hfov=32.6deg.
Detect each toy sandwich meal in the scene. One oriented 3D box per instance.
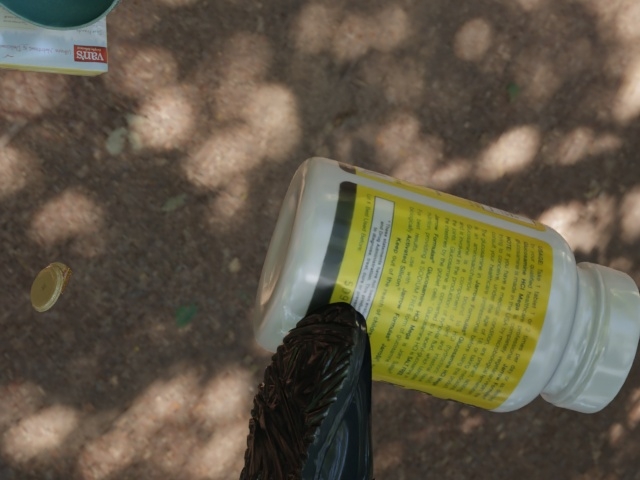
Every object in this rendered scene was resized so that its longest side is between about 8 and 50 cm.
[{"bbox_3d":[-0.430,0.076,1.748,0.029,0.085,0.086,28,98,-45],"label":"toy sandwich meal"}]

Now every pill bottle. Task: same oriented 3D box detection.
[{"bbox_3d":[0.118,0.054,1.031,0.333,0.188,0.188,16,111,-8],"label":"pill bottle"}]

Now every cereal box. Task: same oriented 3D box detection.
[{"bbox_3d":[-0.387,-0.355,1.528,0.173,0.047,0.240,-1,89,-37],"label":"cereal box"}]

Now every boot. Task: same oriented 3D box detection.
[{"bbox_3d":[0.034,0.202,0.895,0.207,0.094,0.247,40,53,-36],"label":"boot"}]

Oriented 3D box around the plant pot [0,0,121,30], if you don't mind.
[{"bbox_3d":[-0.317,-0.444,1.408,0.195,0.290,0.290,-52,151,-48],"label":"plant pot"}]
